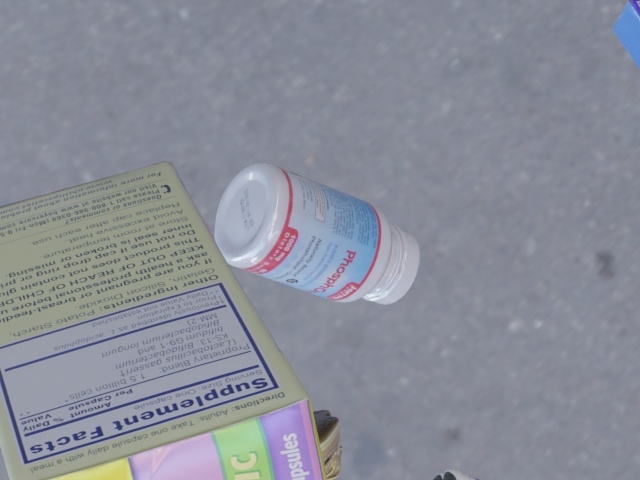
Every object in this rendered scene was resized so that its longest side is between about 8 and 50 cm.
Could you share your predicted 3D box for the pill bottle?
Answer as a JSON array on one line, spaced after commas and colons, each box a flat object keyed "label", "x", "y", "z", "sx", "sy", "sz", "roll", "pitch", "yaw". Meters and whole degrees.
[{"label": "pill bottle", "x": 0.000, "y": 0.000, "z": 1.594, "sx": 0.160, "sy": 0.087, "sz": 0.087, "roll": 20, "pitch": 142, "yaw": -34}]

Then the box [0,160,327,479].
[{"label": "box", "x": -0.074, "y": 0.115, "z": 0.876, "sx": 0.243, "sy": 0.117, "sz": 0.213, "roll": -124, "pitch": 20, "yaw": -60}]

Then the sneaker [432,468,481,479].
[{"label": "sneaker", "x": 0.117, "y": 0.273, "z": 1.906, "sx": 0.071, "sy": 0.068, "sz": 0.170, "roll": 14, "pitch": 153, "yaw": -27}]

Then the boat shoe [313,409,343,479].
[{"label": "boat shoe", "x": -0.004, "y": 0.152, "z": 1.402, "sx": 0.050, "sy": 0.135, "sz": 0.045, "roll": -17, "pitch": 92, "yaw": 4}]

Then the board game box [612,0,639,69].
[{"label": "board game box", "x": 0.356, "y": -0.147, "z": 1.515, "sx": 0.160, "sy": 0.210, "sz": 0.047, "roll": 60, "pitch": 159, "yaw": 18}]
